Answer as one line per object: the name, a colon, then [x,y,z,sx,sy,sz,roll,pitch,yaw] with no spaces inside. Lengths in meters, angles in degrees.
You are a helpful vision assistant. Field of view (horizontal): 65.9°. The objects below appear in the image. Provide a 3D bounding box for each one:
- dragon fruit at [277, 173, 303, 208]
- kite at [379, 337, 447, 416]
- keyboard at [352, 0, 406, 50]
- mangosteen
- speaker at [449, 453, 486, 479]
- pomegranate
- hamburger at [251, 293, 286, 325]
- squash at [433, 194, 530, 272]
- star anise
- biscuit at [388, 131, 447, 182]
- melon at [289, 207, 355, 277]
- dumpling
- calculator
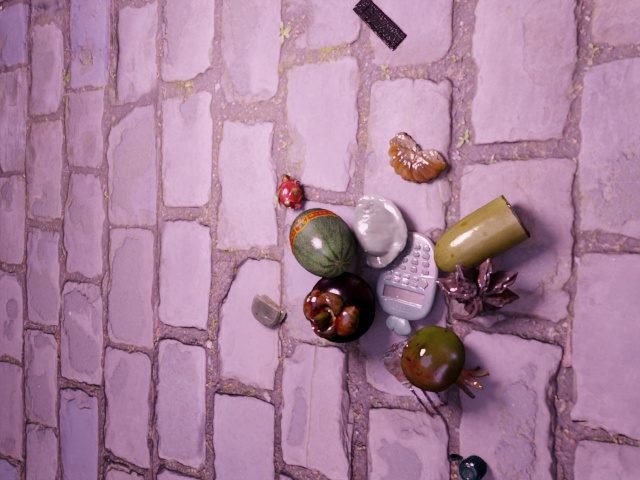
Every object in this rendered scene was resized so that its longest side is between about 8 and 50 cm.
dragon fruit: [-0.099,-0.157,1.580,0.086,0.081,0.116,-4,90,39]
kite: [0.277,0.396,1.425,0.127,0.016,0.229,-47,70,24]
keyboard: [0.171,-0.646,1.461,0.060,0.018,0.196,-44,72,19]
mangosteen: [0.045,0.199,1.414,0.211,0.250,0.212,5,100,29]
speaker: [0.397,0.603,1.330,0.094,0.075,0.060,42,109,31]
pomegranate: [0.329,0.332,1.315,0.224,0.181,0.182,29,105,9]
hamburger: [-0.180,0.242,1.646,0.121,0.054,0.084,32,104,16]
squash: [0.400,0.001,1.279,0.247,0.132,0.133,-35,75,20]
star anise: [0.402,0.139,1.272,0.208,0.089,0.232,3,130,21]
biscuit: [0.261,-0.225,1.397,0.183,0.061,0.118,36,108,22]
melon: [0.000,0.000,1.433,0.183,0.182,0.288,-67,24,13]
dumpling: [0.169,-0.029,1.431,0.152,0.108,0.220,-9,84,2]
calculator: [0.248,0.123,1.411,0.183,0.042,0.296,14,95,35]
